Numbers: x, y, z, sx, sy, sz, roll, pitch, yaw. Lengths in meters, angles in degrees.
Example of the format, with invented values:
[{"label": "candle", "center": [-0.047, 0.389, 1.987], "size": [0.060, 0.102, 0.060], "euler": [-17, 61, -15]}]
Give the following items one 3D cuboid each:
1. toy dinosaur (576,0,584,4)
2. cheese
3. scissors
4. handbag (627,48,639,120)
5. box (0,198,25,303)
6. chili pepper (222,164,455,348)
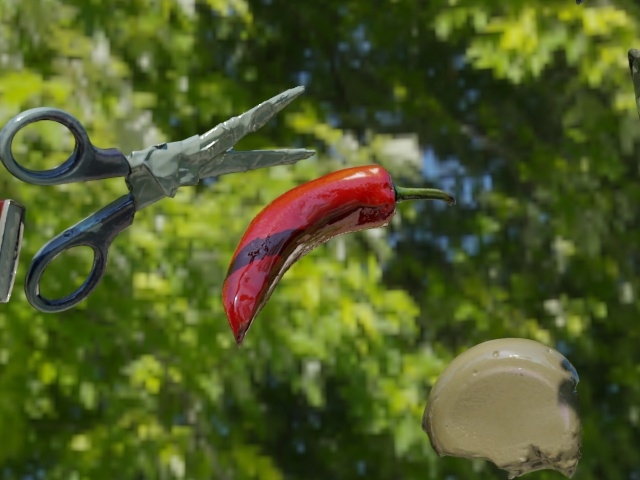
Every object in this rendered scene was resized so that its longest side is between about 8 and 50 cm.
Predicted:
[{"label": "toy dinosaur", "center": [0.217, -0.419, 1.883], "size": [0.147, 0.363, 0.076], "euler": [10, 20, 27]}, {"label": "cheese", "center": [0.223, 0.208, 2.323], "size": [0.202, 0.175, 0.091], "euler": [-5, 1, 15]}, {"label": "scissors", "center": [-0.172, -0.075, 2.124], "size": [0.383, 0.029, 0.256], "euler": [-20, -55, -25]}, {"label": "handbag", "center": [0.591, -0.183, 2.206], "size": [0.416, 0.317, 0.180], "euler": [-16, -71, 4]}, {"label": "box", "center": [-0.410, 0.014, 2.061], "size": [0.177, 0.115, 0.036], "euler": [-1, -20, 28]}, {"label": "chili pepper", "center": [-0.008, -0.002, 2.302], "size": [0.368, 0.137, 0.092], "euler": [-34, -19, -29]}]
